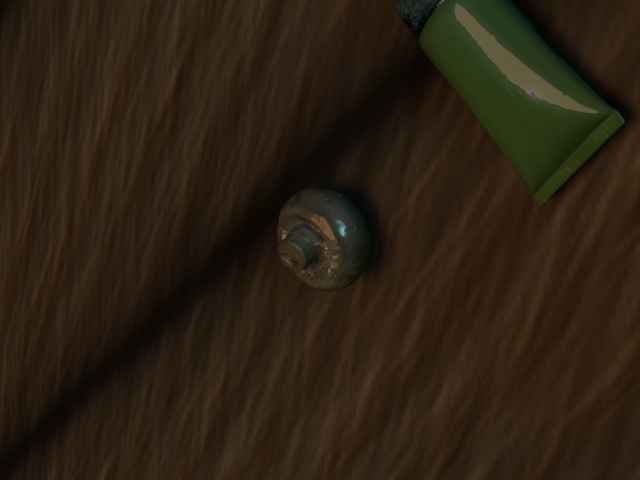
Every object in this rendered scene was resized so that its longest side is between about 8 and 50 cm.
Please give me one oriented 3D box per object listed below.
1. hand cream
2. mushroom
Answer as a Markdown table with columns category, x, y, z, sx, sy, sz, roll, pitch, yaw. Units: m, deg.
| category | x | y | z | sx | sy | sz | roll | pitch | yaw |
| --- | --- | --- | --- | --- | --- | --- | --- | --- | --- |
| hand cream | 0.115 | -0.115 | 0.817 | 0.175 | 0.046 | 0.095 | 51 | 137 | 12 |
| mushroom | 0.000 | 0.000 | 0.981 | 0.083 | 0.067 | 0.083 | 21 | 124 | 35 |
